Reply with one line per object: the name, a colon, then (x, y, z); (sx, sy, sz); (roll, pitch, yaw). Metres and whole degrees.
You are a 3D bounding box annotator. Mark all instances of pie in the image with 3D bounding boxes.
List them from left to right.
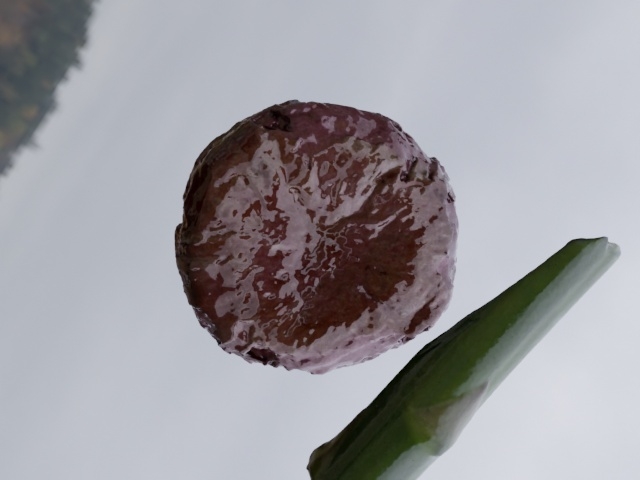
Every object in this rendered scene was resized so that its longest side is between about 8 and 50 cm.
pie: (0.000, 0.000, 0.847); (0.153, 0.153, 0.038); (-55, -164, 6)

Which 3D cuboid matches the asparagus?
asparagus: (0.061, 0.057, 0.737); (0.178, 0.041, 0.045); (-49, -166, 14)
